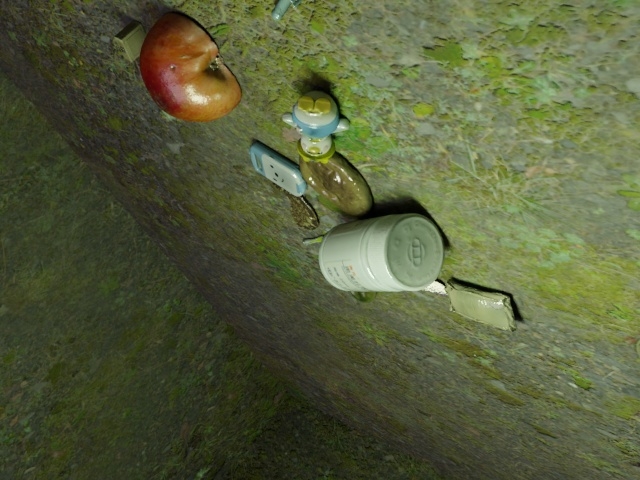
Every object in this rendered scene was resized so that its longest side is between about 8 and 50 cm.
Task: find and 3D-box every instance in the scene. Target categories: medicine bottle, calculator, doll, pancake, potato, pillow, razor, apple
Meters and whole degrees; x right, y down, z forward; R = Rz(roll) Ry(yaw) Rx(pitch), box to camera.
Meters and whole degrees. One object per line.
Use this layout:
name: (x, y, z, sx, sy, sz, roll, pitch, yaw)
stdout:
medicine bottle: (0.149, 0.035, 1.785, 0.190, 0.190, 0.332, 48, 158, -16)
calculator: (-0.123, -0.202, 1.996, 0.210, 0.039, 0.121, 34, 156, 21)
doll: (-0.010, -0.257, 1.626, 0.241, 0.135, 0.099, 90, 156, -60)
pancake: (-0.075, -0.100, 2.139, 0.184, 0.020, 0.190, 37, 157, 9)
pancake: (0.028, -0.147, 1.830, 0.241, 0.050, 0.242, 35, 157, 17)
potato: (0.308, 0.121, 1.904, 0.093, 0.036, 0.037, 14, 113, 17)
pillow: (0.402, 0.164, 1.791, 0.208, 0.053, 0.119, 17, 144, 47)
razor: (-0.062, -0.467, 1.343, 0.068, 0.106, 0.232, 46, 167, -11)
apple: (-0.356, -0.414, 1.817, 0.251, 0.163, 0.293, 12, 146, 53)

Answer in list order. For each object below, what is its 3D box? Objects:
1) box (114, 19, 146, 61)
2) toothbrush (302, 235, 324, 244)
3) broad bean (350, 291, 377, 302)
box: (-0.517, -0.546, 1.939, 0.035, 0.083, 0.079, 29, 155, 27)
toothbrush: (0.000, 0.000, 2.190, 0.022, 0.026, 0.263, 53, 156, -13)
broad bean: (0.107, 0.100, 2.141, 0.153, 0.072, 0.207, -14, 122, 50)
